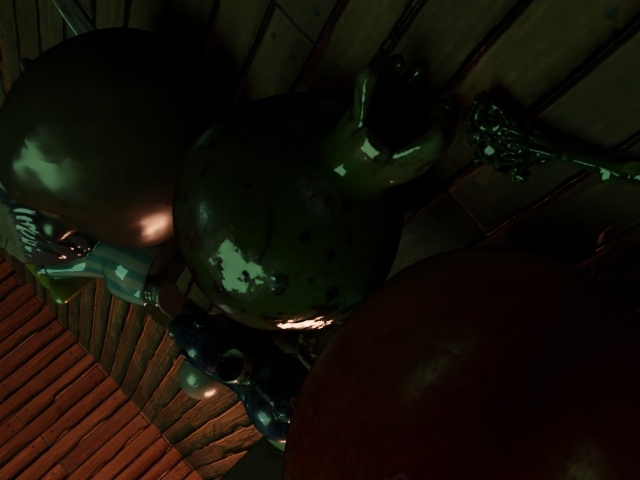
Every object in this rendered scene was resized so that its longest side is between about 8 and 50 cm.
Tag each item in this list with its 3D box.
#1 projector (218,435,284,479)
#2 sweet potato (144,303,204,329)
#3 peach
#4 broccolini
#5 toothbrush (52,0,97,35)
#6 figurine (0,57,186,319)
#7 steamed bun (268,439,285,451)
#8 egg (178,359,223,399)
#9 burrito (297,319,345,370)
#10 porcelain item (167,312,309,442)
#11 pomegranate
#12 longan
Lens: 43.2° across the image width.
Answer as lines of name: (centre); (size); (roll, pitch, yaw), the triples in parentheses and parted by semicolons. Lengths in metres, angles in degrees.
projector: (-0.074, 0.598, 1.749); (0.249, 0.248, 0.248); (34, 152, 29)
sweet potato: (-0.325, 0.162, 1.744); (0.066, 0.072, 0.314); (37, 162, -32)
peach: (0.136, 0.207, 0.701); (0.388, 0.388, 0.388); (37, 153, 23)
broccolini: (0.206, -0.046, 0.594); (0.254, 0.058, 0.071); (32, -167, 38)
toothbrush: (-0.287, -0.229, 1.161); (0.375, 0.028, 0.037); (55, 162, -15)
figurine: (-0.390, -0.080, 1.263); (0.361, 0.266, 0.378); (20, 153, 24)
steamed bun: (-0.064, 0.364, 1.582); (0.130, 0.091, 0.112); (28, 150, 36)
egg: (-0.265, 0.300, 1.803); (0.103, 0.103, 0.135); (40, 153, 19)
burrito: (0.095, 0.230, 1.117); (0.299, 0.105, 0.143); (49, 159, -5)
porcelain item: (-0.111, 0.207, 1.312); (0.288, 0.138, 0.186); (37, -177, 34)
pomegranate: (-0.004, -0.059, 0.775); (0.242, 0.306, 0.242); (35, -159, -15)
longan: (-0.244, -0.116, 0.970); (0.300, 0.300, 0.243); (84, 160, -52)
